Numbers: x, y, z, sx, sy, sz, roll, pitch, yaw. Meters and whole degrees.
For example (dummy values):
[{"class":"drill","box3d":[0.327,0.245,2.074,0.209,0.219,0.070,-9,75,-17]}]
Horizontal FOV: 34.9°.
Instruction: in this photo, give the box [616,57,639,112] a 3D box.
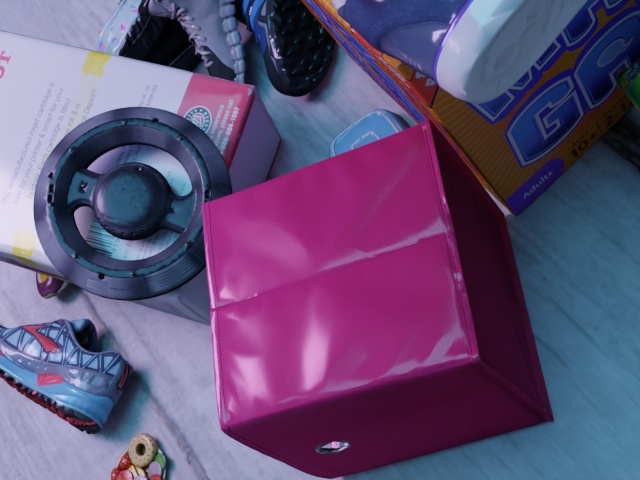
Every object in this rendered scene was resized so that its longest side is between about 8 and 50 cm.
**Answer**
[{"class":"box","box3d":[0.458,-0.118,0.869,0.290,0.177,0.279,-38,28,19]}]

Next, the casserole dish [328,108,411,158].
[{"class":"casserole dish","box3d":[0.075,-0.087,1.235,0.114,0.037,0.188,-35,57,9]}]

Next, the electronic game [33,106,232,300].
[{"class":"electronic game","box3d":[-0.214,-0.044,1.162,0.229,0.048,0.229,-1,76,3]}]

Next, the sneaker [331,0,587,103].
[{"class":"sneaker","box3d":[0.134,-0.287,0.799,0.323,0.130,0.236,-50,61,9]}]

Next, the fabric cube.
[{"class":"fabric cube","box3d":[0.060,0.076,1.045,0.258,0.254,0.259,-18,61,20]}]

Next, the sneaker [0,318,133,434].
[{"class":"sneaker","box3d":[-0.350,0.156,1.351,0.261,0.104,0.125,23,64,30]}]

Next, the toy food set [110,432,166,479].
[{"class":"toy food set","box3d":[-0.224,0.286,1.252,0.083,0.020,0.082,-43,55,6]}]

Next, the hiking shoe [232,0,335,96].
[{"class":"hiking shoe","box3d":[-0.063,-0.319,1.394,0.132,0.113,0.304,-35,58,49]}]

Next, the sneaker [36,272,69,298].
[{"class":"sneaker","box3d":[-0.388,-0.011,1.428,0.069,0.084,0.186,-20,57,36]}]

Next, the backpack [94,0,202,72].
[{"class":"backpack","box3d":[-0.235,-0.294,1.449,0.182,0.152,0.115,-55,39,2]}]

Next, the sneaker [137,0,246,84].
[{"class":"sneaker","box3d":[-0.178,-0.284,1.362,0.086,0.132,0.229,7,105,62]}]

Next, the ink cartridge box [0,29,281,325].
[{"class":"ink cartridge box","box3d":[-0.283,-0.085,1.300,0.384,0.160,0.279,15,78,15]}]

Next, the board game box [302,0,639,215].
[{"class":"board game box","box3d":[0.174,-0.318,1.085,0.356,0.356,0.356,-44,56,6]}]
